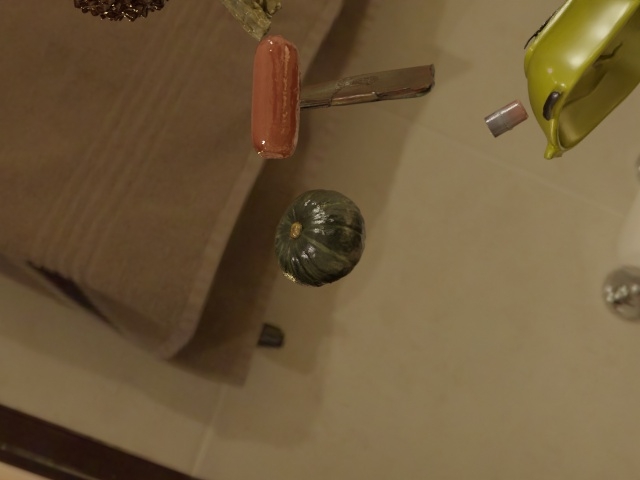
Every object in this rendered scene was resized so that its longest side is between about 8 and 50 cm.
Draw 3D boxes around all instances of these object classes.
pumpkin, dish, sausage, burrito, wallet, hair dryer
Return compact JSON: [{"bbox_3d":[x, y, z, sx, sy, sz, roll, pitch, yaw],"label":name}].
[{"bbox_3d":[0.000,-0.002,1.947,0.211,0.152,0.212,-29,53,48],"label":"pumpkin"},{"bbox_3d":[0.355,-0.251,1.283,0.262,0.108,0.221,-47,-26,-5],"label":"dish"},{"bbox_3d":[-0.056,-0.180,1.199,0.062,0.062,0.154,157,115,-79],"label":"sausage"},{"bbox_3d":[-0.108,-0.297,0.958,0.063,0.230,0.058,-27,-19,-24],"label":"burrito"},{"bbox_3d":[0.065,-0.252,1.593,0.137,0.255,0.031,-68,-32,-66],"label":"wallet"},{"bbox_3d":[0.309,-0.195,1.555,0.063,0.037,0.114,-30,-8,15],"label":"hair dryer"}]

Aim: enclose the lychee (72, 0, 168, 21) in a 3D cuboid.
[{"bbox_3d":[-0.401,-0.599,1.890,0.330,0.306,0.306,-31,21,16],"label":"lychee"}]
